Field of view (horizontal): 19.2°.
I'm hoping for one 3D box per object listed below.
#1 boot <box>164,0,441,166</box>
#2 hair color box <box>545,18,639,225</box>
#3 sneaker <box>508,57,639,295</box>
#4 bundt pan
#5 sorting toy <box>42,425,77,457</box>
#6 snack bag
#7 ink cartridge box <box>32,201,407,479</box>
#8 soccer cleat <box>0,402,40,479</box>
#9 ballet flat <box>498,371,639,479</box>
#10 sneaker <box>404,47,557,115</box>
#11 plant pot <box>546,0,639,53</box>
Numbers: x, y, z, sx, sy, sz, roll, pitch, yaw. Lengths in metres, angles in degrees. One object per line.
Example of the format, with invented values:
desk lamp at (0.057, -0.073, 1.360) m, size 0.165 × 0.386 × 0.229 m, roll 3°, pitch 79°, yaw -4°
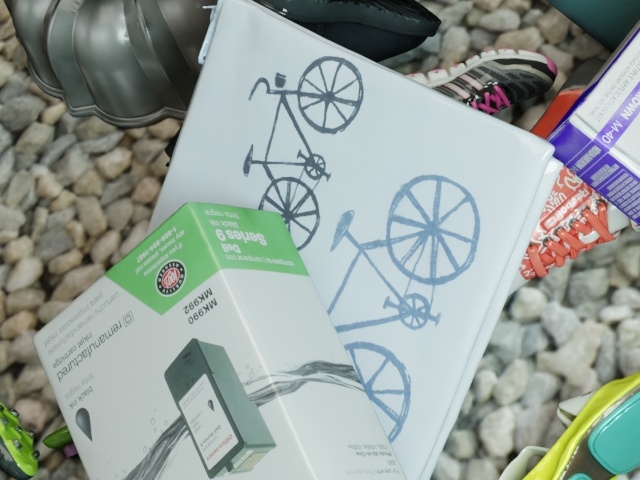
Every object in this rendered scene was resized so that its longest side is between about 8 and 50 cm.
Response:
boot at (-0.018, -0.141, 1.716) m, size 0.094 × 0.246 × 0.207 m, roll 41°, pitch 116°, yaw 30°
hair color box at (0.363, -0.045, 1.452) m, size 0.339 × 0.110 × 0.185 m, roll 39°, pitch 79°, yaw 0°
sneaker at (0.223, -0.026, 1.585) m, size 0.145 × 0.090 × 0.270 m, roll 26°, pitch 71°, yaw 32°
bundt pan at (-0.170, -0.280, 1.843) m, size 0.330 × 0.124 × 0.331 m, roll -8°, pitch 61°, yaw 15°
sorting toy at (-0.192, 0.171, 1.653) m, size 0.102 × 0.061 × 0.042 m, roll -26°, pitch 91°, yaw 12°
snack bag at (0.000, 0.000, 1.574) m, size 0.342 × 0.037 × 0.323 m, roll 28°, pitch 109°, yaw 25°
ink cartridge box at (-0.080, 0.146, 1.514) m, size 0.211 × 0.121 × 0.289 m, roll -40°, pitch 63°, yaw 27°
soccer cleat at (-0.312, 0.167, 1.693) m, size 0.072 × 0.060 × 0.179 m, roll -48°, pitch 51°, yaw 2°
ballet flat at (0.202, 0.170, 1.501) m, size 0.231 × 0.077 × 0.077 m, roll -48°, pitch 42°, yaw -7°
sneaker at (0.131, -0.117, 1.685) m, size 0.170 × 0.063 × 0.075 m, roll -13°, pitch 59°, yaw 18°
plant pot at (0.315, -0.261, 1.569) m, size 0.166 × 0.165 × 0.234 m, roll -61°, pitch 20°, yaw -17°
